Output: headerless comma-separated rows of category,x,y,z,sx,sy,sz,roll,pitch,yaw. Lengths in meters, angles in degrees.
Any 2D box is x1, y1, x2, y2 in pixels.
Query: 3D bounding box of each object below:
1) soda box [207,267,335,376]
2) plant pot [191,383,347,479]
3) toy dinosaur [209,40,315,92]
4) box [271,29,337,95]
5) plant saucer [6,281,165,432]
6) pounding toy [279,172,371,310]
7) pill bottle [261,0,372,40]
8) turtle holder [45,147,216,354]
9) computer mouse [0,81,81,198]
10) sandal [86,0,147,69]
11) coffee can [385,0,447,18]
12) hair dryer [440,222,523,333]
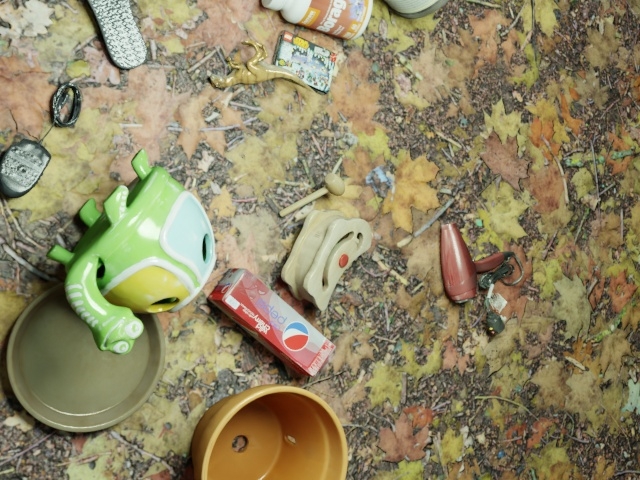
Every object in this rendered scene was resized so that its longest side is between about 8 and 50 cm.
soda box,-0.098,0.168,1.416,0.263,0.092,0.083,44,69,-20
plant pot,-0.121,0.412,1.335,0.290,0.203,0.291,1,87,-28
toy dinosaur,-0.123,-0.352,1.435,0.211,0.064,0.112,-6,98,-9
box,-0.035,-0.382,1.501,0.137,0.027,0.094,17,80,-27
plant saucer,-0.422,0.206,1.268,0.277,0.041,0.278,1,88,-28
pounding toy,0.000,0.000,1.489,0.154,0.154,0.270,31,83,-54
pill bottle,-0.008,-0.506,1.466,0.216,0.121,0.121,8,85,-28
turtle holder,-0.302,0.019,1.189,0.243,0.320,0.227,-44,112,7
computer mouse,-0.498,-0.180,1.243,0.071,0.041,0.242,34,67,-22
sandal,-0.395,-0.446,1.299,0.097,0.054,0.255,-15,106,-21
coffee can,0.154,-0.626,1.466,0.275,0.201,0.202,23,77,-47
hair dryer,0.377,0.067,1.707,0.293,0.080,0.224,46,53,-26
